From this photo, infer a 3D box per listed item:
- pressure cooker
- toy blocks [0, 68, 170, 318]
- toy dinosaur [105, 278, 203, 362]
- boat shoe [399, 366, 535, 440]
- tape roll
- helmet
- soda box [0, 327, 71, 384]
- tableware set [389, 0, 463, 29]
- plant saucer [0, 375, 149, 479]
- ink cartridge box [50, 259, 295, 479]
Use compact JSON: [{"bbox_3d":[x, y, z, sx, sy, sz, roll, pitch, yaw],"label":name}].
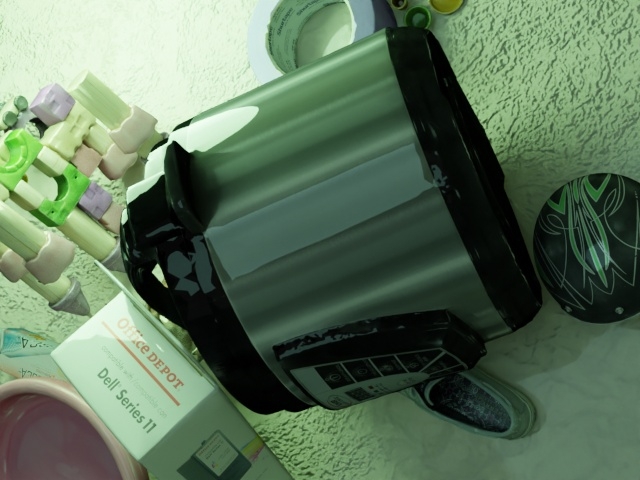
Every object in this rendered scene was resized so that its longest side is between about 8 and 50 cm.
[{"bbox_3d":[-0.001,-0.004,1.204,0.421,0.375,0.369,-22,107,13],"label":"pressure cooker"},{"bbox_3d":[-0.359,-0.045,1.521,0.309,0.260,0.288,-5,51,50],"label":"toy blocks"},{"bbox_3d":[-0.192,0.086,1.460,0.127,0.200,0.295,45,82,-16],"label":"toy dinosaur"},{"bbox_3d":[0.147,0.172,1.285,0.228,0.081,0.079,24,95,27],"label":"boat shoe"},{"bbox_3d":[0.003,-0.265,1.412,0.189,0.080,0.188,-3,84,27],"label":"tape roll"},{"bbox_3d":[0.313,0.009,1.173,0.169,0.161,0.169,-3,83,27],"label":"helmet"},{"bbox_3d":[-0.403,0.184,1.582,0.183,0.058,0.063,17,92,27],"label":"soda box"},{"bbox_3d":[0.151,-0.344,1.369,0.154,0.024,0.104,-41,77,13],"label":"tableware set"},{"bbox_3d":[-0.361,0.346,1.495,0.332,0.084,0.332,5,100,28],"label":"plant saucer"},{"bbox_3d":[-0.177,0.199,1.240,0.119,0.353,0.207,-42,51,-12],"label":"ink cartridge box"}]
